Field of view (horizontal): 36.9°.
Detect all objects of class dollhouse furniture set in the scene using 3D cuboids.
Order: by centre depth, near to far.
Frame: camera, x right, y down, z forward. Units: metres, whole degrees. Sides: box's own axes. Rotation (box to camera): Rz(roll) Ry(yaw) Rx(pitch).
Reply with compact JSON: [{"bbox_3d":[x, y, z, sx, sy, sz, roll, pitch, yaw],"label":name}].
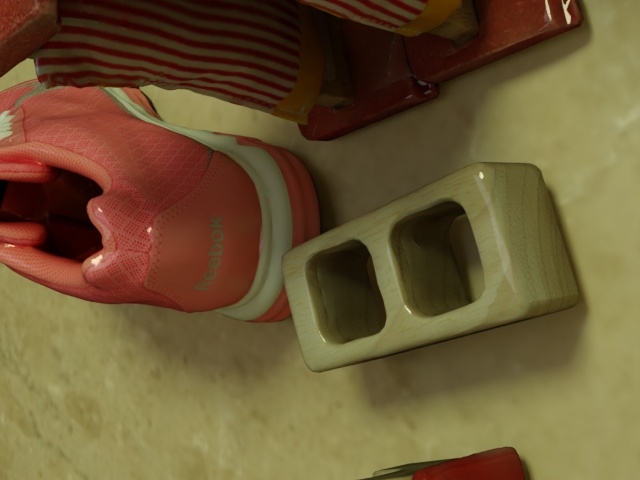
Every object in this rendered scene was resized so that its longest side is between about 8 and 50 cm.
[{"bbox_3d":[0.000,0.000,0.342,0.152,0.201,0.374,-23,74,43],"label":"dollhouse furniture set"}]

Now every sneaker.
[{"bbox_3d":[-0.144,-0.038,0.529,0.314,0.136,0.115,18,102,43],"label":"sneaker"}]
